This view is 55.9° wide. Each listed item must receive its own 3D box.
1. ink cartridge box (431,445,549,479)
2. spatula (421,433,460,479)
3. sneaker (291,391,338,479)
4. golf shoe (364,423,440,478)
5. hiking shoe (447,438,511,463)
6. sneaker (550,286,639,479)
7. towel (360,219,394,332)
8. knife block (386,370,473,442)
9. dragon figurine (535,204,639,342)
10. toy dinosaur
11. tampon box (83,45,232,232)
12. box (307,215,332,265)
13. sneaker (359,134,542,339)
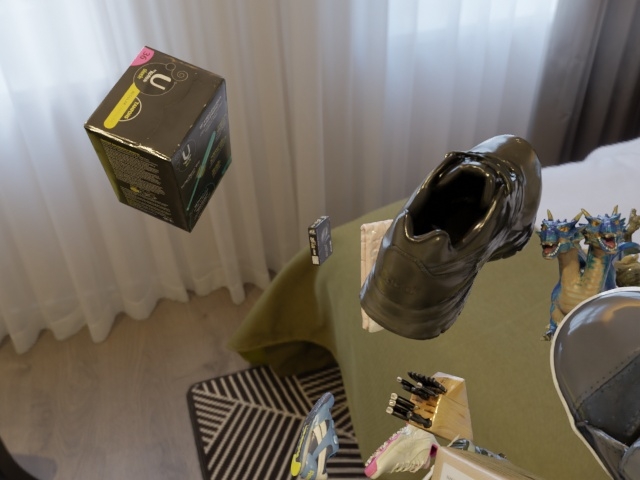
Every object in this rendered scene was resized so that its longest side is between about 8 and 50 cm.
[{"bbox_3d":[0.153,0.287,0.475,0.088,0.235,0.193,17,79,-9],"label":"ink cartridge box"},{"bbox_3d":[0.239,0.558,1.405,0.019,0.168,0.242,42,41,20],"label":"spatula"},{"bbox_3d":[0.001,0.314,0.962,0.059,0.053,0.144,25,55,-5],"label":"sneaker"},{"bbox_3d":[0.255,0.638,1.797,0.306,0.115,0.140,-20,61,-46],"label":"golf shoe"},{"bbox_3d":[0.286,0.471,0.972,0.132,0.113,0.304,18,45,-16],"label":"hiking shoe"},{"bbox_3d":[0.214,0.117,0.246,0.126,0.127,0.321,-50,44,9],"label":"sneaker"},{"bbox_3d":[0.263,0.088,1.737,0.332,0.316,0.053,-8,15,-29],"label":"towel"},{"bbox_3d":[0.276,0.455,1.540,0.242,0.275,0.088,-25,21,-39],"label":"knife block"},{"bbox_3d":[0.292,0.036,0.647,0.085,0.144,0.289,9,4,31],"label":"dragon figurine"},{"bbox_3d":[0.470,0.025,0.904,0.268,0.118,0.064,26,16,-35],"label":"toy dinosaur"},{"bbox_3d":[-0.174,-0.109,0.684,0.102,0.161,0.120,23,64,6],"label":"tampon box"},{"bbox_3d":[0.000,0.000,1.213,0.018,0.083,0.067,4,23,25],"label":"box"},{"bbox_3d":[0.145,-0.034,0.560,0.109,0.130,0.286,27,48,19],"label":"sneaker"}]
